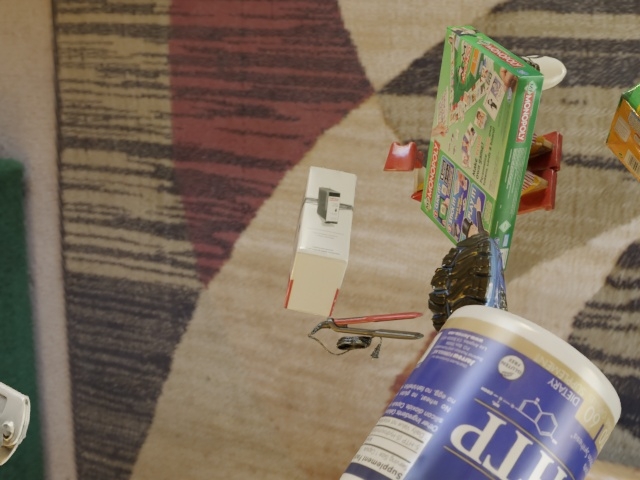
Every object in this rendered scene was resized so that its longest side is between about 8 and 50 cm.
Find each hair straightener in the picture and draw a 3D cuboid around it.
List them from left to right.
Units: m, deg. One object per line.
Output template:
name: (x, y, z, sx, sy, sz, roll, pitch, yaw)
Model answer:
hair straightener: (0.086, 0.187, 1.786, 0.231, 0.047, 0.089, -5, 90, 17)

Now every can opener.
can opener: (-0.424, 0.155, 0.991, 0.283, 0.095, 0.076, 19, 86, 28)

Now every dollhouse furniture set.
dollhouse furniture set: (0.250, -0.124, 1.746, 0.374, 0.201, 0.152, -19, 55, 58)

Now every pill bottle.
pill bottle: (0.073, 0.139, 0.514, 0.112, 0.112, 0.186, 30, 72, 18)

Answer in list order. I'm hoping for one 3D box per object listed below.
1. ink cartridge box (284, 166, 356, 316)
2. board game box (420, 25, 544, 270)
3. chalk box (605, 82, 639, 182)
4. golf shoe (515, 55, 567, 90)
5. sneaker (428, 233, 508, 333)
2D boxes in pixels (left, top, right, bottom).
ink cartridge box: (0.000, 0.000, 1.033, 0.056, 0.135, 0.099, 11, 136, -4)
board game box: (0.235, -0.138, 1.414, 0.213, 0.046, 0.317, -124, 32, -52)
chalk box: (0.673, -0.217, 1.608, 0.289, 0.179, 0.180, -31, 68, -5)
golf shoe: (0.399, -0.331, 1.861, 0.198, 0.094, 0.077, -3, 99, -1)
sneaker: (0.172, 0.101, 1.000, 0.083, 0.087, 0.221, -10, 72, 43)
